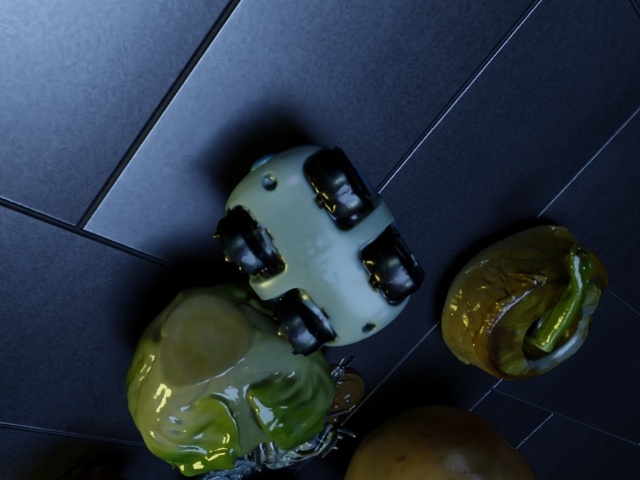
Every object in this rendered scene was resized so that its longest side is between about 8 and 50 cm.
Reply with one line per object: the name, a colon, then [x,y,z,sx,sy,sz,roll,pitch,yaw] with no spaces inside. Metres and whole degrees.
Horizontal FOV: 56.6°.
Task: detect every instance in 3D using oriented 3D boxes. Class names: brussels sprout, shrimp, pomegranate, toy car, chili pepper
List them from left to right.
brussels sprout: [-0.120,0.190,0.802,0.259,0.227,0.294,-22,145,-4]
shrimp: [-0.085,0.346,1.006,0.410,0.166,0.221,-37,137,19]
toy car: [0.000,0.000,0.739,0.188,0.190,0.255,-34,103,10]
pomegranate: [0.222,0.525,1.138,0.411,0.411,0.412,-15,131,-18]
chili pepper: [0.390,0.093,0.942,0.052,0.050,0.202,-31,139,-50]

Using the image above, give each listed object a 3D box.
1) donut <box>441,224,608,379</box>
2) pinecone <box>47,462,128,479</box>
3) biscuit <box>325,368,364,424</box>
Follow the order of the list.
donut: [0.379,0.127,1.074,0.329,0.160,0.330,-19,130,-25]
pinecone: [-0.353,0.438,0.898,0.207,0.208,0.208,-15,131,-18]
biscuit: [0.013,0.309,1.109,0.124,0.026,0.175,23,111,-38]
